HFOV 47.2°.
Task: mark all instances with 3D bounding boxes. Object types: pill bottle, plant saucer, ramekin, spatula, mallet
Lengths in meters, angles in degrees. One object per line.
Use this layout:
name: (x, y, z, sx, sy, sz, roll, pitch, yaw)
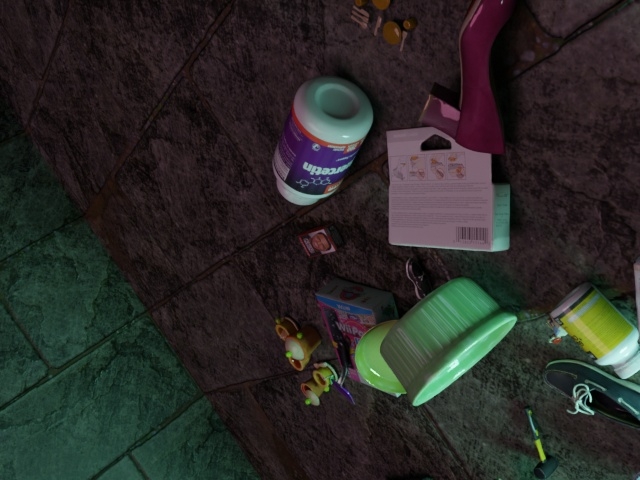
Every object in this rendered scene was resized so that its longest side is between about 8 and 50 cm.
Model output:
pill bottle: (-0.007, -0.220, 1.721, 0.181, 0.181, 0.323, 47, 147, 13)
plant saucer: (0.212, 0.301, 1.943, 0.241, 0.037, 0.240, 2, 117, 4)
ramekin: (0.279, 0.220, 1.658, 0.148, 0.303, 0.303, 50, 148, 21)
spatula: (0.064, 0.384, 2.149, 0.084, 0.030, 0.296, 34, 144, 32)
pill bottle: (0.551, 0.177, 1.435, 0.184, 0.103, 0.103, 48, 147, 12)
mallet: (0.541, 0.492, 1.809, 0.039, 0.062, 0.189, -6, 100, 53)

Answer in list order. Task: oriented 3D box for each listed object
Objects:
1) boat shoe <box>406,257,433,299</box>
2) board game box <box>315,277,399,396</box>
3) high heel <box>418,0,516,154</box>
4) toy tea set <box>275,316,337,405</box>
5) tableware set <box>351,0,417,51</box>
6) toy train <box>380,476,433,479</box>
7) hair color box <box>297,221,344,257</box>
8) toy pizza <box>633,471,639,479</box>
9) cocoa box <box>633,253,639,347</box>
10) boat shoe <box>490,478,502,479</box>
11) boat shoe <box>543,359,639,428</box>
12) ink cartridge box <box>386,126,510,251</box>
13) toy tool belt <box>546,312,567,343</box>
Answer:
boat shoe: (0.247, 0.097, 1.809, 0.038, 0.046, 0.125, 10, 130, 48)
board game box: (0.129, 0.271, 2.076, 0.224, 0.097, 0.303, 12, 128, 46)
high heel: (0.322, -0.323, 1.306, 0.181, 0.127, 0.377, 24, 139, 2)
toy tea set: (-0.061, 0.416, 2.427, 0.200, 0.124, 0.336, 1, 120, 52)
tableware set: (0.129, -0.460, 1.477, 0.154, 0.024, 0.104, 40, 142, 24)
toy train: (0.288, 0.871, 2.396, 0.334, 0.142, 0.190, -33, 80, 60)
hair color box: (0.000, 0.000, 2.042, 0.141, 0.043, 0.072, -17, 104, 56)
toy pizza: (0.729, 0.528, 1.467, 0.201, 0.032, 0.201, 32, 143, 28)
cocoa box: (0.656, 0.138, 1.142, 0.228, 0.231, 0.347, 15, 131, 45)
boat shoe: (0.594, 0.796, 1.876, 0.156, 0.187, 0.500, -33, 99, 26)
boat shoe: (0.582, 0.330, 1.558, 0.255, 0.079, 0.095, 21, 135, 41)
ink cartridge box: (0.268, -0.114, 1.573, 0.296, 0.066, 0.261, 5, 97, 50)
toy tool belt: (0.505, 0.175, 1.554, 0.083, 0.052, 0.051, 104, 155, -46)
